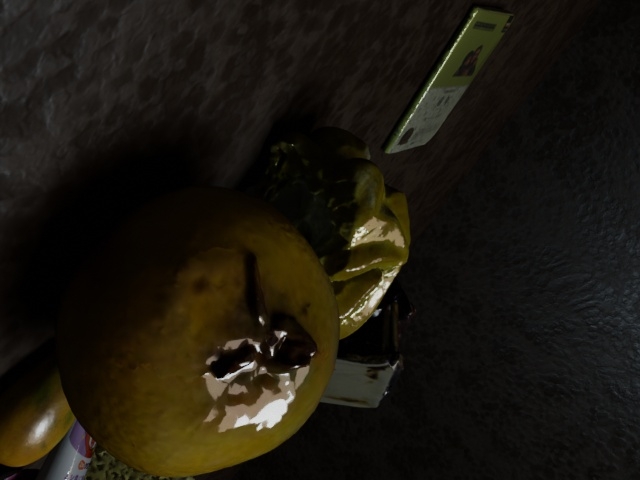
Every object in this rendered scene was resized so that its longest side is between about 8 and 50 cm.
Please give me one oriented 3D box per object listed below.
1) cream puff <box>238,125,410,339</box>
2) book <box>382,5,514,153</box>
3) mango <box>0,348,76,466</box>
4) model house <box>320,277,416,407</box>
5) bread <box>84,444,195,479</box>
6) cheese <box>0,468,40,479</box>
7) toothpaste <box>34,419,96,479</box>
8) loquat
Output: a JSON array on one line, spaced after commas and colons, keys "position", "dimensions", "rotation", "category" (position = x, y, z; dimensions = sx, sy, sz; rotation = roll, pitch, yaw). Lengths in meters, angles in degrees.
[{"position": [-0.003, 0.005, 1.021], "dimensions": [0.323, 0.270, 0.274], "rotation": [-49, 171, 16], "category": "cream puff"}, {"position": [0.274, -0.339, 1.434], "dimensions": [0.239, 0.035, 0.352], "rotation": [-25, 153, -55], "category": "book"}, {"position": [-0.353, 0.209, 0.845], "dimensions": [0.163, 0.089, 0.111], "rotation": [-49, 168, -37], "category": "mango"}, {"position": [0.020, 0.127, 1.214], "dimensions": [0.317, 0.296, 0.283], "rotation": [94, 10, -60], "category": "model house"}, {"position": [-0.365, 0.503, 1.263], "dimensions": [0.279, 0.248, 0.316], "rotation": [-33, 147, -34], "category": "bread"}, {"position": [-0.490, 0.390, 0.957], "dimensions": [0.155, 0.062, 0.244], "rotation": [-50, 164, -3], "category": "cheese"}, {"position": [-0.379, 0.333, 1.000], "dimensions": [0.114, 0.073, 0.300], "rotation": [85, 24, -69], "category": "toothpaste"}, {"position": [-0.153, 0.104, 0.784], "dimensions": [0.359, 0.329, 0.328], "rotation": [3, -145, 49], "category": "loquat"}]
